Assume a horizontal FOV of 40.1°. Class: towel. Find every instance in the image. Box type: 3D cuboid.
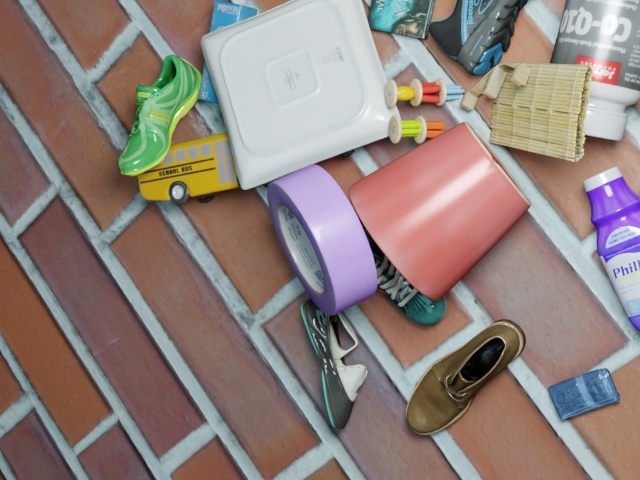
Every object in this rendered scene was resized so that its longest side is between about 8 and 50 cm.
[{"bbox_3d":[0.484,0.282,1.614,0.119,0.029,0.067,-26,83,27],"label":"towel"}]

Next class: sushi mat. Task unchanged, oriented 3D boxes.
[{"bbox_3d":[0.368,-0.227,1.495,0.019,0.316,0.151,2,102,-14],"label":"sushi mat"}]

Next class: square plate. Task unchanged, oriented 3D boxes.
[{"bbox_3d":[-0.051,-0.316,1.721,0.344,0.049,0.347,-20,77,14],"label":"square plate"}]

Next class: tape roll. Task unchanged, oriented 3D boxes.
[{"bbox_3d":[0.000,0.000,1.638,0.090,0.275,0.274,-26,82,-14],"label":"tape roll"}]

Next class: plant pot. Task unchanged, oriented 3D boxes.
[{"bbox_3d":[0.226,-0.068,1.589,0.243,0.275,0.275,-39,78,14],"label":"plant pot"}]

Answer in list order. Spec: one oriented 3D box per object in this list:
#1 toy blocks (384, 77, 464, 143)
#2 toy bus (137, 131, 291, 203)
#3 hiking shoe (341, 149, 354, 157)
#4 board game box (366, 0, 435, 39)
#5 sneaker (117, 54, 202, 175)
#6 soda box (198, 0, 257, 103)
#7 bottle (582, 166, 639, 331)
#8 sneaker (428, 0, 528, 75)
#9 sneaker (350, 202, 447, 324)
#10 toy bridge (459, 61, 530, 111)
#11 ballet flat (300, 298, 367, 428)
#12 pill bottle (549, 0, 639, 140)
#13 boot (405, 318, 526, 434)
[{"bbox_3d":[0.201,-0.243,1.642,0.148,0.054,0.123,-4,84,-17],"label":"toy blocks"},{"bbox_3d":[-0.230,-0.155,1.883,0.333,0.108,0.130,-9,90,28],"label":"toy bus"},{"bbox_3d":[-0.035,-0.205,1.773,0.227,0.086,0.114,31,81,30],"label":"hiking shoe"},{"bbox_3d":[0.166,-0.491,1.688,0.126,0.026,0.186,17,103,25],"label":"board game box"},{"bbox_3d":[-0.362,-0.268,1.865,0.110,0.123,0.295,7,64,39],"label":"sneaker"},{"bbox_3d":[-0.196,-0.395,1.857,0.067,0.071,0.210,18,103,23],"label":"soda box"},{"bbox_3d":[0.543,0.012,1.516,0.118,0.092,0.282,-25,84,28],"label":"bottle"},{"bbox_3d":[0.323,-0.469,1.557,0.140,0.125,0.340,42,110,22],"label":"sneaker"},{"bbox_3d":[0.120,0.052,1.719,0.302,0.121,0.108,49,114,14],"label":"sneaker"},{"bbox_3d":[0.315,-0.285,1.581,0.026,0.188,0.063,29,74,-16],"label":"toy bridge"},{"bbox_3d":[0.037,0.247,1.805,0.096,0.095,0.280,-16,88,15],"label":"ballet flat"},{"bbox_3d":[0.475,-0.319,1.474,0.161,0.161,0.283,17,103,24],"label":"pill bottle"},{"bbox_3d":[0.258,0.271,1.681,0.112,0.115,0.305,46,114,13],"label":"boot"}]
